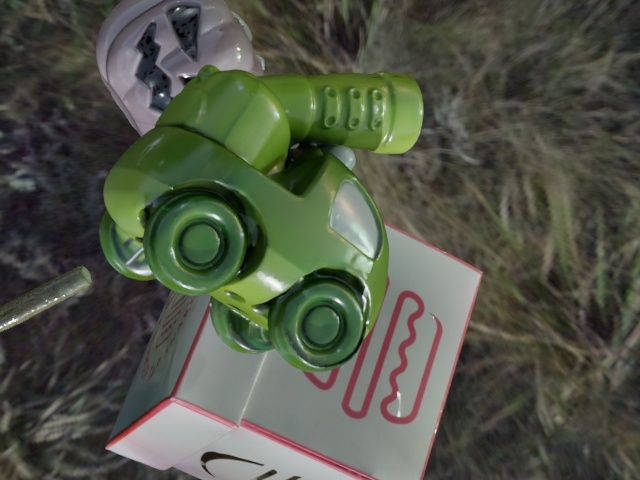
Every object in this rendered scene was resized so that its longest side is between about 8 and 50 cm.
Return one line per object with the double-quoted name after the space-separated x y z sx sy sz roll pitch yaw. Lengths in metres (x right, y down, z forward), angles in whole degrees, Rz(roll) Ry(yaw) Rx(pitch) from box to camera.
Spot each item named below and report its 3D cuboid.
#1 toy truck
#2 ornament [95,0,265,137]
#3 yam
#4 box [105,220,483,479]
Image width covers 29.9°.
-0.038 -0.032 0.764 0.187 0.148 0.210 18 86 -24 "toy truck"
-0.135 -0.179 1.215 0.178 0.177 0.177 0 95 2 "ornament"
-0.240 0.054 0.980 0.116 0.021 0.021 -27 94 3 "yam"
-0.035 0.140 1.421 0.300 0.314 0.312 27 63 -13 "box"
